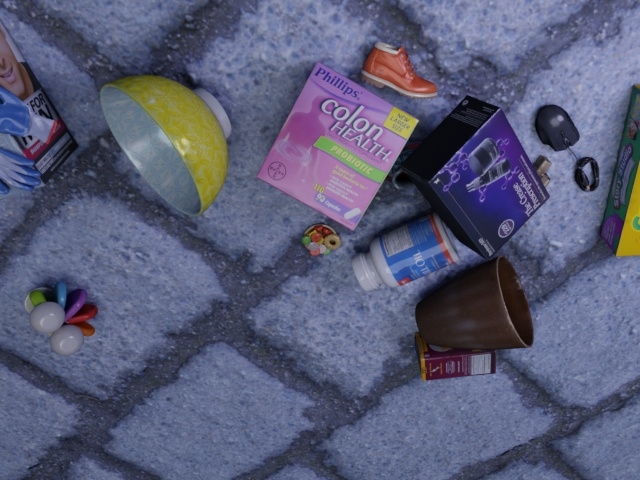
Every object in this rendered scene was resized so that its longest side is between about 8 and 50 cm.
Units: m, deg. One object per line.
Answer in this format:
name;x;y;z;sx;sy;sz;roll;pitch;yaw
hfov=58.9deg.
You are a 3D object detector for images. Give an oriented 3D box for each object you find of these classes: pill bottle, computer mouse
pill bottle;0.188;0.034;1.282;0.222;0.124;0.124;-26;119;16
computer mouse;0.526;-0.186;1.189;0.071;0.041;0.242;-36;117;20

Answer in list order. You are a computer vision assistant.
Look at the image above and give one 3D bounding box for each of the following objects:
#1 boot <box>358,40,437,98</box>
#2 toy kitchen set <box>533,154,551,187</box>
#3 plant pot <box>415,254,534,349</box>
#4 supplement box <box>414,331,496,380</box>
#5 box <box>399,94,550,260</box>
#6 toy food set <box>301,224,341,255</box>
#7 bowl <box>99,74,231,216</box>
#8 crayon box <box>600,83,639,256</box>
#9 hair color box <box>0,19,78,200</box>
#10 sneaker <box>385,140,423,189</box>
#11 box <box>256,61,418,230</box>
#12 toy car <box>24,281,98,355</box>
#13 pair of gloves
boot;0.162;-0.326;1.091;0.158;0.059;0.084;17;116;-9
toy kitchen set;0.437;-0.142;1.201;0.075;0.068;0.083;23;120;-14
plant pot;0.350;0.170;1.340;0.231;0.215;0.215;-20;122;29
supplement box;0.344;0.288;1.457;0.188;0.104;0.080;-7;122;4
box;0.300;-0.112;1.082;0.184;0.103;0.261;-45;127;3
toy food set;0.000;0.000;1.321;0.083;0.020;0.083;-36;116;21
bowl;-0.266;-0.205;1.089;0.156;0.290;0.289;-41;123;-24
crayon box;0.789;-0.145;1.176;0.313;0.106;0.362;-4;123;3
hair color box;-0.621;-0.283;1.040;0.114;0.185;0.374;-17;121;10
sneaker;0.256;-0.153;1.160;0.262;0.125;0.104;-13;122;8
box;0.032;-0.180;1.092;0.214;0.117;0.242;30;104;-3
toy car;-0.620;0.177;1.378;0.136;0.159;0.182;-37;121;-18
pair of gloves;-0.558;-0.171;0.990;0.159;0.023;0.198;24;117;-17
